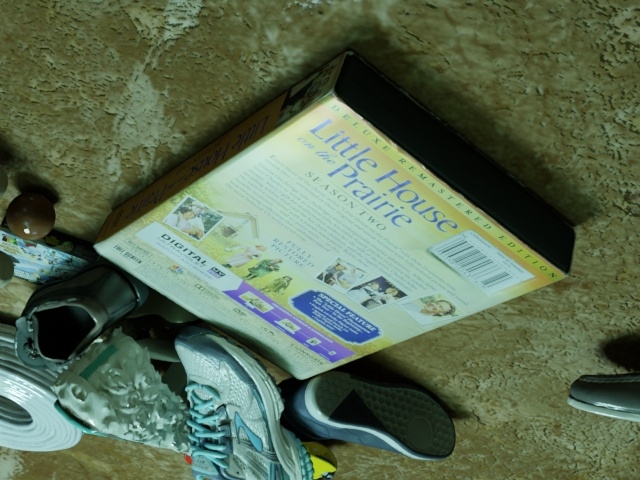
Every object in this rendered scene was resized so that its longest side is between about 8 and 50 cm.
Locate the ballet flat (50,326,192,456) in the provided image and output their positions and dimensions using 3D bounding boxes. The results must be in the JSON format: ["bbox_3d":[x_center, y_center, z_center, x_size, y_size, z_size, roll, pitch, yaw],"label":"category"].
[{"bbox_3d":[-0.183,0.200,1.491,0.147,0.147,0.409,4,166,17],"label":"ballet flat"}]

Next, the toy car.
[{"bbox_3d":[-0.052,0.342,1.732,0.239,0.053,0.225,-3,142,27],"label":"toy car"}]

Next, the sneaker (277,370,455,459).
[{"bbox_3d":[0.044,0.223,1.503,0.226,0.086,0.163,24,155,-26],"label":"sneaker"}]

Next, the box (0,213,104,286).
[{"bbox_3d":[-0.313,0.025,1.416,0.137,0.027,0.094,20,144,-5],"label":"box"}]

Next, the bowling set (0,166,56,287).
[{"bbox_3d":[-0.403,-0.004,1.292,0.154,0.287,0.200,-4,175,37],"label":"bowling set"}]

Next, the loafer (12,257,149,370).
[{"bbox_3d":[-0.303,0.097,1.397,0.096,0.084,0.267,49,135,-8],"label":"loafer"}]

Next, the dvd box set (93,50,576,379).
[{"bbox_3d":[0.000,0.000,1.221,0.307,0.062,0.420,34,142,-24],"label":"dvd box set"}]

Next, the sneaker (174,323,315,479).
[{"bbox_3d":[-0.104,0.224,1.409,0.110,0.122,0.283,11,137,48],"label":"sneaker"}]

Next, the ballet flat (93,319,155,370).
[{"bbox_3d":[-0.261,0.152,1.538,0.073,0.067,0.206,9,145,16],"label":"ballet flat"}]

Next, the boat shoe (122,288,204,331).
[{"bbox_3d":[-0.181,0.083,1.427,0.133,0.049,0.042,-2,147,29],"label":"boat shoe"}]

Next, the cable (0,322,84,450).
[{"bbox_3d":[-0.438,0.204,1.665,0.257,0.089,0.257,28,144,-17],"label":"cable"}]

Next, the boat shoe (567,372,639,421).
[{"bbox_3d":[0.430,0.152,1.248,0.335,0.096,0.112,5,180,22],"label":"boat shoe"}]
